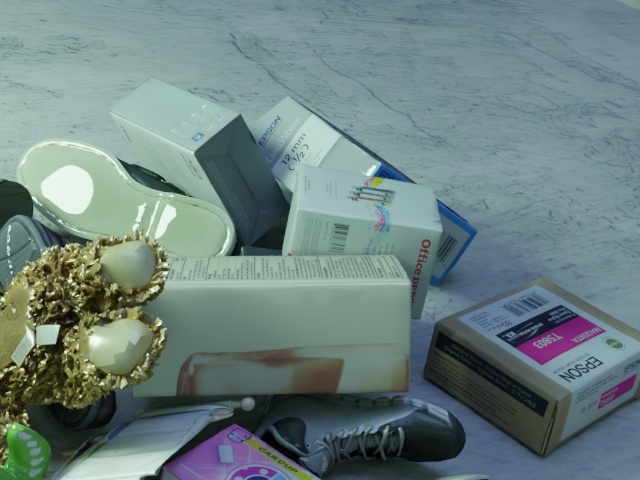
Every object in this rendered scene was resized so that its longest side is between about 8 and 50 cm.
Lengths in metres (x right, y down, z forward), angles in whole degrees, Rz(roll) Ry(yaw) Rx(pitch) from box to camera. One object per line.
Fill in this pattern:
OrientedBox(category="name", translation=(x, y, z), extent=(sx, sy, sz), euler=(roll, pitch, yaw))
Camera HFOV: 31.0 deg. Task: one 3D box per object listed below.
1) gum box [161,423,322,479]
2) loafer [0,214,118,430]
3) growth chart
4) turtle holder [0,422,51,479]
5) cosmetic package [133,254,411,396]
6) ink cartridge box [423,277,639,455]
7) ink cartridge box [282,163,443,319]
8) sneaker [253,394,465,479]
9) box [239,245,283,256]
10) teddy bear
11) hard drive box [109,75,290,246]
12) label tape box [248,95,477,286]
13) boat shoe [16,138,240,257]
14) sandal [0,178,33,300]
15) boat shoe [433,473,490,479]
OrientedBox(category="gum box", translation=(-0.055, 0.268, 1.133), extent=(0.188, 0.062, 0.107), euler=(28, 32, 29))
OrientedBox(category="loafer", translation=(-0.282, 0.089, 1.317), extent=(0.095, 0.109, 0.302), euler=(17, 32, -47))
OrientedBox(category="growth chart", translation=(-0.193, 0.211, 1.161), extent=(0.172, 0.021, 0.237), euler=(-9, 12, 29))
OrientedBox(category="turtle holder", translation=(-0.334, 0.259, 0.912), extent=(0.243, 0.320, 0.227), euler=(-7, 49, 38))
OrientedBox(category="cosmetic package", translation=(-0.054, 0.091, 1.270), extent=(0.296, 0.129, 0.153), euler=(0, 12, -2))
OrientedBox(category="ink cartridge box", translation=(0.279, 0.149, 1.449), extent=(0.193, 0.088, 0.235), euler=(31, 33, 35))
OrientedBox(category="ink cartridge box", translation=(0.048, 0.001, 1.400), extent=(0.176, 0.128, 0.127), euler=(10, 28, -5))
OrientedBox(category="sneaker", translation=(0.033, 0.227, 1.237), extent=(0.229, 0.086, 0.132), euler=(8, 31, 16))
OrientedBox(category="box", translation=(-0.026, 0.089, 1.444), extent=(0.156, 0.093, 0.158), euler=(6, 27, -10))
OrientedBox(category="teddy bear", translation=(-0.275, 0.112, 1.169), extent=(0.113, 0.338, 0.245), euler=(30, 30, -49))
OrientedBox(category="hard drive box", translation=(-0.172, -0.114, 1.629), extent=(0.089, 0.181, 0.232), euler=(-43, 41, -19))
OrientedBox(category="label tape box", translation=(0.031, -0.096, 1.682), extent=(0.249, 0.115, 0.348), euler=(29, 10, -45))
OrientedBox(category="boat shoe", translation=(-0.259, -0.040, 1.597), extent=(0.340, 0.127, 0.113), euler=(17, -11, 15))
OrientedBox(category="sandal", translation=(-0.421, 0.024, 1.450), extent=(0.120, 0.086, 0.302), euler=(4, 43, -24))
OrientedBox(category="boat shoe", translation=(0.129, 0.271, 1.220), extent=(0.125, 0.038, 0.046), euler=(-3, -12, -35))
